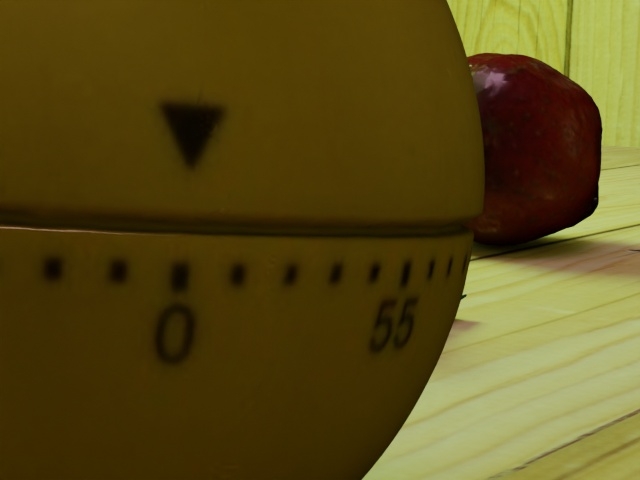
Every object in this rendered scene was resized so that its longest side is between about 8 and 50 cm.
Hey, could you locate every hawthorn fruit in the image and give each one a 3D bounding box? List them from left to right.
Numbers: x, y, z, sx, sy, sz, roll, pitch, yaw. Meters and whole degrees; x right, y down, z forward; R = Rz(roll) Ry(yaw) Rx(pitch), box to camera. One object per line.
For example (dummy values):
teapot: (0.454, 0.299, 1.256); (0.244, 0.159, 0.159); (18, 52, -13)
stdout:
hawthorn fruit: (0.173, -0.090, 1.389); (0.215, 0.215, 0.249); (6, 14, 29)

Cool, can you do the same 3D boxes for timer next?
timer: (-0.109, -0.066, 0.520); (0.376, 0.387, 0.376); (3, 6, 0)

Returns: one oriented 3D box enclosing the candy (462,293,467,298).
candy: (0.003, -0.003, 1.025); (0.203, 0.078, 0.141); (23, -19, 31)
